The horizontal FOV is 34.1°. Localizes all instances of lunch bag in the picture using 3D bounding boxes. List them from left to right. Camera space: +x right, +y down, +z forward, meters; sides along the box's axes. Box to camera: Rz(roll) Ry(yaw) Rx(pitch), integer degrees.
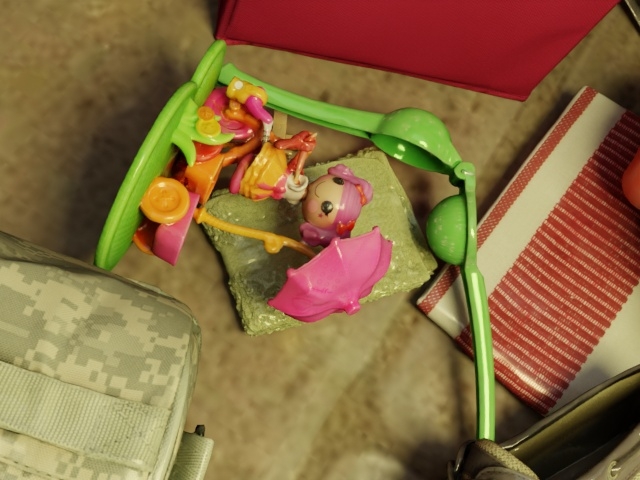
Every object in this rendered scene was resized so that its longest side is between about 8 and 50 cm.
[{"bbox_3d":[-0.213,0.074,0.513,0.305,0.256,0.212,20,68,-7],"label":"lunch bag"}]

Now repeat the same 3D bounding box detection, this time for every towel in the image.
[{"bbox_3d":[0.000,0.000,0.716,0.148,0.027,0.110,-18,78,-20],"label":"towel"},{"bbox_3d":[0.260,0.066,0.757,0.329,0.037,0.237,39,69,2],"label":"towel"}]

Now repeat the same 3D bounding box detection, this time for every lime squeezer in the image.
[{"bbox_3d":[0.061,-0.018,0.693,0.110,0.059,0.310,-34,85,-22],"label":"lime squeezer"}]

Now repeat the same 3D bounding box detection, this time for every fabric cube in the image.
[{"bbox_3d":[0.080,-0.277,0.705,0.254,0.258,0.259,9,70,-12],"label":"fabric cube"}]

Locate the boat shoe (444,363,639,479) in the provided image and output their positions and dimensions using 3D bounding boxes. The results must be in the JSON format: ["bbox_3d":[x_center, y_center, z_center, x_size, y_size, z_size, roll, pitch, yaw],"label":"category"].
[{"bbox_3d":[0.113,0.160,0.631,0.285,0.103,0.092,-24,105,-13],"label":"boat shoe"}]

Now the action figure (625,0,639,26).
[{"bbox_3d":[0.271,-0.214,0.742,0.099,0.285,0.185,-38,107,5],"label":"action figure"}]

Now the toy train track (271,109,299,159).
[{"bbox_3d":[-0.048,-0.071,0.736,0.083,0.014,0.048,7,77,-6],"label":"toy train track"}]

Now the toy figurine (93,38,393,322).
[{"bbox_3d":[-0.029,-0.022,0.646,0.159,0.130,0.173,26,61,-3],"label":"toy figurine"}]

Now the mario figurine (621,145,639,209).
[{"bbox_3d":[0.309,0.024,0.658,0.170,0.198,0.320,-3,71,-11],"label":"mario figurine"}]
